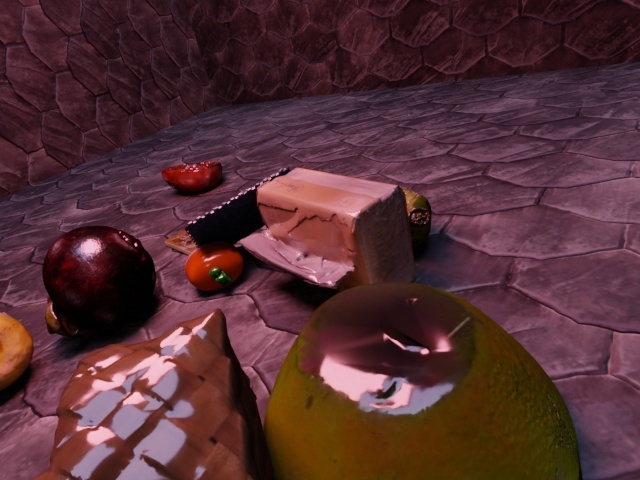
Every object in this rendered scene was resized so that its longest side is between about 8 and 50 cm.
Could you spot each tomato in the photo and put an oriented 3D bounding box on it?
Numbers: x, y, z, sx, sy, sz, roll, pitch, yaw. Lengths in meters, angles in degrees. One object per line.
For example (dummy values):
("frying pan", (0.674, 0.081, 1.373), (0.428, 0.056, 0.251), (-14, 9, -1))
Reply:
("tomato", (-0.470, -0.237, 1.683), (0.228, 0.101, 0.228), (-7, 21, 3))

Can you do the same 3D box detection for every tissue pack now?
("tissue pack", (0.000, 0.000, 0.889), (0.238, 0.239, 0.305), (-32, 34, -31))

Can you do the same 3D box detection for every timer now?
("timer", (-0.237, 0.061, 1.005), (0.136, 0.099, 0.136), (-22, 26, 12))

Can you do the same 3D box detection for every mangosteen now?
("mangosteen", (-0.487, 0.096, 0.955), (0.265, 0.228, 0.228), (-49, 34, -3))

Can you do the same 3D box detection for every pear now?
("pear", (0.101, 0.180, 0.550), (0.398, 0.165, 0.399), (-11, 28, 6))
("pear", (-0.648, 0.214, 0.846), (0.178, 0.178, 0.178), (-11, 27, 6))

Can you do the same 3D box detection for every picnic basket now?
("picnic basket", (-0.187, 0.262, 0.375), (0.337, 0.293, 0.337), (-2, 48, 2))

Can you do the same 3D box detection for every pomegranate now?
("pomegranate", (0.184, -0.038, 0.963), (0.143, 0.122, 0.169), (-45, 31, -15))

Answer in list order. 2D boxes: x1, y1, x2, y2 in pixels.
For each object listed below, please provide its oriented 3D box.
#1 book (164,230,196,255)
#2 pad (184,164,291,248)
("book", (-0.281, -0.041, 1.306), (0.208, 0.020, 0.295), (14, 38, 44))
("pad", (-0.182, -0.056, 1.064), (0.269, 0.012, 0.270), (-33, -12, -12))
